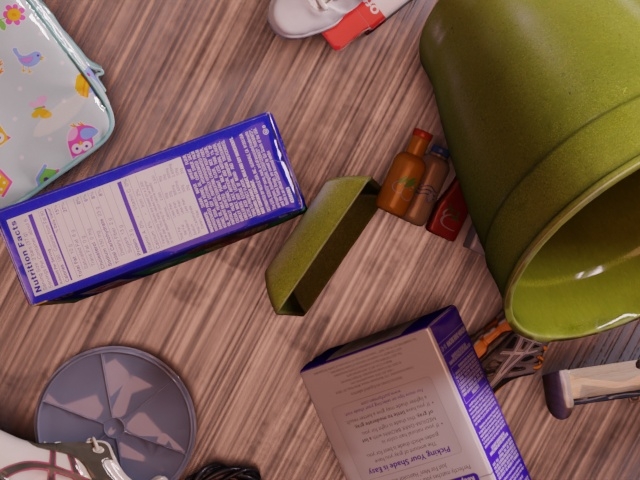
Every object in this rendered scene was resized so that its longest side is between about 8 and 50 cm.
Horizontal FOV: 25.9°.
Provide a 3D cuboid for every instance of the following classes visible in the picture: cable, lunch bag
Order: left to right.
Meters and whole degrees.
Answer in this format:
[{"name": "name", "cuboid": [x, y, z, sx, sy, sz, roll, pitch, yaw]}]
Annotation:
[{"name": "lunch bag", "cuboid": [-0.383, -0.186, 1.634, 0.224, 0.108, 0.279, -37, 114, -6]}, {"name": "cable", "cuboid": [-0.129, 0.363, 1.729, 0.150, 0.047, 0.184, 38, 91, -3]}]

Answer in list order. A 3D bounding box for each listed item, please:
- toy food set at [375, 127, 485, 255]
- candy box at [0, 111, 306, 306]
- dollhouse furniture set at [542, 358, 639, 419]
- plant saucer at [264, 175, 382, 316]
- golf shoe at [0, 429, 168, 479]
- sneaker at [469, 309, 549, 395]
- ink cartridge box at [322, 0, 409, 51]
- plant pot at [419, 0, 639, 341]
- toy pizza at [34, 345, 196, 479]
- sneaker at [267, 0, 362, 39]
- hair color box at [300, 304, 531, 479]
[{"name": "toy food set", "cuboid": [0.185, -0.044, 1.680, 0.232, 0.111, 0.104, 24, 91, -7]}, {"name": "candy box", "cuboid": [-0.181, -0.031, 1.596, 0.317, 0.268, 0.122, -19, 90, 1]}, {"name": "dollhouse furniture set", "cuboid": [0.398, 0.286, 1.615, 0.198, 0.286, 0.303, -9, 82, 0]}, {"name": "plant saucer", "cuboid": [0.000, 0.000, 1.646, 0.045, 0.188, 0.188, 35, 92, 9]}, {"name": "golf shoe", "cuboid": [-0.314, 0.276, 1.676, 0.273, 0.105, 0.120, 34, 79, -7]}, {"name": "sneaker", "cuboid": [0.249, 0.121, 1.709, 0.215, 0.084, 0.083, -41, 92, 12]}, {"name": "ink cartridge box", "cuboid": [0.070, -0.343, 1.678, 0.231, 0.078, 0.134, -38, 93, 1]}, {"name": "plant pot", "cuboid": [0.287, -0.138, 1.542, 0.367, 0.366, 0.353, -27, 61, 1]}, {"name": "toy pizza", "cuboid": [-0.253, 0.229, 1.725, 0.201, 0.032, 0.201, 0, 94, 1]}, {"name": "sneaker", "cuboid": [0.033, -0.302, 1.593, 0.212, 0.094, 0.080, -29, 95, 2]}, {"name": "hair color box", "cuboid": [0.134, 0.268, 1.669, 0.185, 0.110, 0.338, -22, 93, 27]}]
